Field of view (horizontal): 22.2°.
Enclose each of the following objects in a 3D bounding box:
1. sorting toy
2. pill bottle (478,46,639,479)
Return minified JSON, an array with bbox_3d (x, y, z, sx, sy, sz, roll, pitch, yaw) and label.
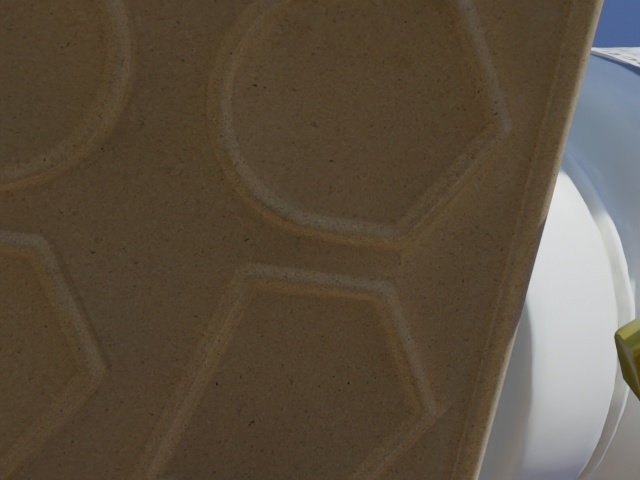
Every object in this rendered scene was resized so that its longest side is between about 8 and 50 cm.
[{"bbox_3d":[0.000,0.000,0.447,0.307,0.041,0.229,8,-73,-10],"label":"sorting toy"},{"bbox_3d":[0.133,0.018,0.711,0.204,0.361,0.204,7,-80,45],"label":"pill bottle"}]
